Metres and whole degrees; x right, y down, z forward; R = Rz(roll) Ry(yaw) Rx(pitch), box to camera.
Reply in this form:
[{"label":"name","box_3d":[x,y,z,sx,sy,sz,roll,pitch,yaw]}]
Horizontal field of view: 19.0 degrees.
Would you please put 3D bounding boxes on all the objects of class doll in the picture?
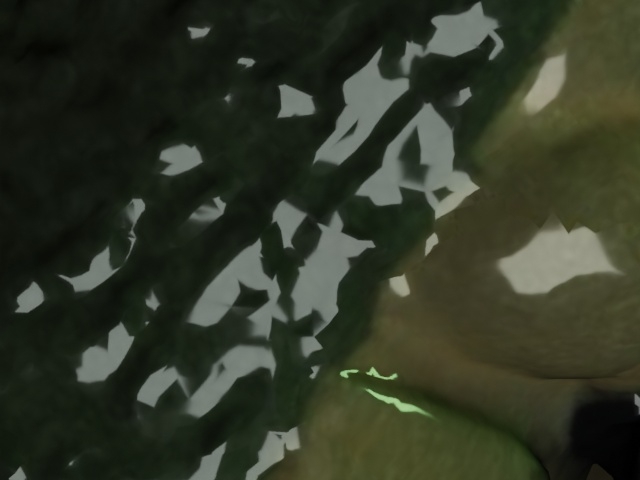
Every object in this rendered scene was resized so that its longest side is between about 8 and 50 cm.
[{"label":"doll","box_3d":[0.000,0.000,0.482,0.247,0.247,0.350,20,107,-20]}]
